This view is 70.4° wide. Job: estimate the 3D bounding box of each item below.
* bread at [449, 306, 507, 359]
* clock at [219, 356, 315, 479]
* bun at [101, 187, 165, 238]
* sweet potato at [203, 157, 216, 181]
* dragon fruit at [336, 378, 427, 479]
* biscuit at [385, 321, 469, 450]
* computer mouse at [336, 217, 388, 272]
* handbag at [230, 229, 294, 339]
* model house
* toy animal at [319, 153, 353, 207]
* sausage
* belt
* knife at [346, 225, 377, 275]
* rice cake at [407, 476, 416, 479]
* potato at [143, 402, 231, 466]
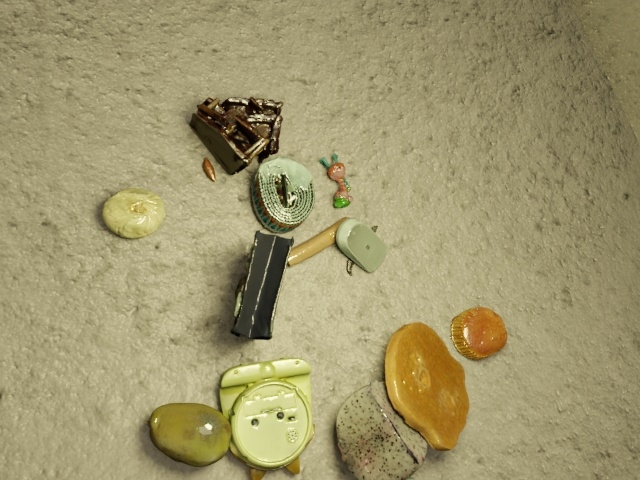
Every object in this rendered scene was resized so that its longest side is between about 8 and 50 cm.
[{"bbox_3d":[0.587,0.339,1.670,0.198,0.104,0.199,5,71,-14],"label":"bread"},{"bbox_3d":[-0.151,0.543,1.380,0.285,0.117,0.349,-5,76,-18],"label":"clock"},{"bbox_3d":[-0.592,-0.091,1.438,0.188,0.111,0.164,13,68,-9],"label":"bun"},{"bbox_3d":[-0.389,-0.246,1.587,0.034,0.034,0.095,-20,80,-21],"label":"sweet potato"},{"bbox_3d":[0.185,0.602,1.427,0.204,0.221,0.283,-42,71,20],"label":"dragon fruit"},{"bbox_3d":[0.354,0.468,1.513,0.365,0.062,0.385,46,39,-5],"label":"biscuit"},{"bbox_3d":[0.144,0.013,1.625,0.231,0.079,0.128,45,76,-28],"label":"computer mouse"},{"bbox_3d":[-0.191,0.146,1.378,0.121,0.329,0.304,14,76,-11],"label":"handbag"},{"bbox_3d":[-0.253,-0.408,1.548,0.282,0.317,0.297,-37,100,-19],"label":"model house"},{"bbox_3d":[0.068,-0.224,1.699,0.103,0.100,0.209,-2,67,-58],"label":"toy animal"},{"bbox_3d":[0.001,0.002,1.617,0.301,0.066,0.066,-32,85,-21],"label":"sausage"},{"bbox_3d":[-0.130,-0.162,1.578,0.206,0.150,0.258,-3,76,-26],"label":"belt"},{"bbox_3d":[0.149,0.028,1.673,0.045,0.021,0.222,34,71,-11],"label":"knife"},{"bbox_3d":[0.215,0.768,1.451,0.206,0.069,0.063,21,69,-9],"label":"rice cake"},{"bbox_3d":[-0.376,0.540,1.283,0.251,0.159,0.175,12,97,0],"label":"potato"}]
